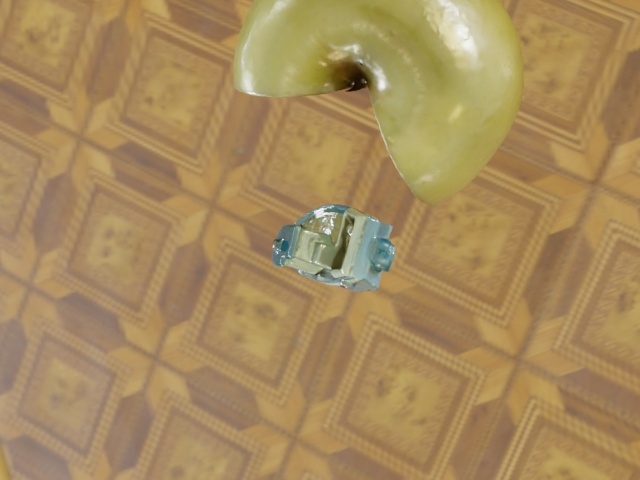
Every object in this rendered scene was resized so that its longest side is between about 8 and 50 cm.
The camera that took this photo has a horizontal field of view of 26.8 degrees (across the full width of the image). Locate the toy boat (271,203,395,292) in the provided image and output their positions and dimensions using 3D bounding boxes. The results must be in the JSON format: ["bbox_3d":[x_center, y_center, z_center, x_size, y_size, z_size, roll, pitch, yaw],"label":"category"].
[{"bbox_3d":[0.000,0.000,1.454,0.102,0.215,0.088,16,89,-19],"label":"toy boat"}]

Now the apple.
[{"bbox_3d":[0.078,-0.200,1.397,0.295,0.258,0.233,36,115,7],"label":"apple"}]
